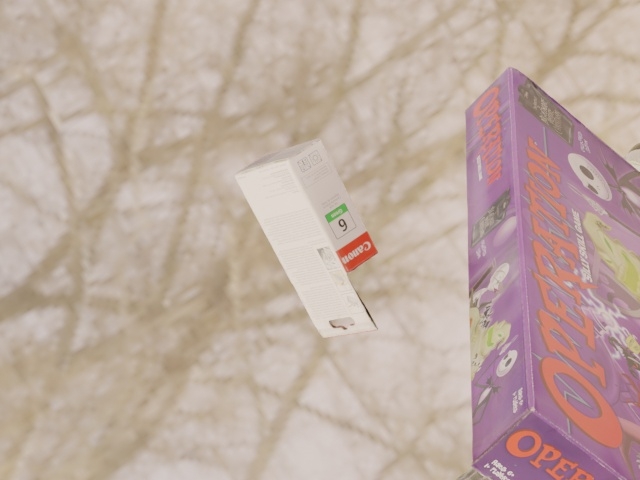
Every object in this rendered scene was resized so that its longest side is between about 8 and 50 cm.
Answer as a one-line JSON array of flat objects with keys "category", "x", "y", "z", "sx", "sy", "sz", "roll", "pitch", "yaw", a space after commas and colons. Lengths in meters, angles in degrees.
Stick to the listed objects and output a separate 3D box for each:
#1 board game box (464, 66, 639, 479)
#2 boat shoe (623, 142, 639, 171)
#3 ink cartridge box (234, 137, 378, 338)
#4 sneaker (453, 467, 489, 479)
[{"category": "board game box", "x": 0.164, "y": 0.056, "z": 0.997, "sx": 0.208, "sy": 0.347, "sz": 0.056, "roll": 33, "pitch": -63, "yaw": -15}, {"category": "boat shoe", "x": 0.289, "y": 0.056, "z": 1.816, "sx": 0.113, "sy": 0.103, "sz": 0.302, "roll": 29, "pitch": -53, "yaw": 45}, {"category": "ink cartridge box", "x": 0.000, "y": 0.000, "z": 1.136, "sx": 0.063, "sy": 0.029, "sz": 0.115, "roll": -12, "pitch": -71, "yaw": 56}, {"category": "sneaker", "x": 0.088, "y": 0.224, "z": 1.059, "sx": 0.146, "sy": 0.102, "sz": 0.293, "roll": 51, "pitch": -21, "yaw": 16}]
